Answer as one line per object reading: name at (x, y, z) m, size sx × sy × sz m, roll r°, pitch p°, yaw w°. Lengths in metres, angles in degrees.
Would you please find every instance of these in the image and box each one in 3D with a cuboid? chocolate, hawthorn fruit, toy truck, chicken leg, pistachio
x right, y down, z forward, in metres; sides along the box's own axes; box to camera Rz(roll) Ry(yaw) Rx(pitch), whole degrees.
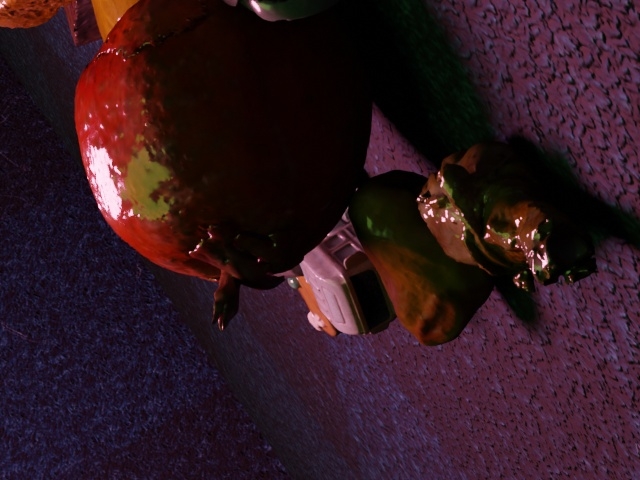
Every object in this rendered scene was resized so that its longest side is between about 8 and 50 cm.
chocolate at (-0.286, -0.348, 2.305) m, size 0.321 × 0.112 × 0.112 m, roll 133°, pitch 115°, yaw -79°
hawthorn fruit at (-0.082, -0.070, 1.562) m, size 0.276 × 0.276 × 0.307 m, roll 114°, pitch 155°, yaw -76°
toy truck at (0.000, 0.000, 1.829) m, size 0.257 × 0.140 × 0.108 m, roll 46°, pitch 162°, yaw 49°
chicken leg at (0.137, -0.018, 1.338) m, size 0.227 × 0.088 × 0.103 m, roll -148°, pitch 42°, yaw -73°
pistachio at (0.093, 0.006, 1.573) m, size 0.189 × 0.100 × 0.110 m, roll 59°, pitch -167°, yaw -34°

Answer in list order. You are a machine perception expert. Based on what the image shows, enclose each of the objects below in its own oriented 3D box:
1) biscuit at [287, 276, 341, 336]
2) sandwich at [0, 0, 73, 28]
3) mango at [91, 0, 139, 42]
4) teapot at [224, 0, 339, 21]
biscuit at (-0.064, -0.023, 2.292) m, size 0.340 × 0.047 × 0.216 m, roll 58°, pitch 167°, yaw 8°
sandwich at (-0.293, -0.378, 1.916) m, size 0.288 × 0.099 × 0.254 m, roll -20°, pitch 83°, yaw 58°
mango at (-0.179, -0.251, 1.992) m, size 0.332 × 0.142 × 0.195 m, roll 63°, pitch 162°, yaw 19°
teapot at (-0.050, -0.245, 1.409) m, size 0.239 × 0.149 × 0.162 m, roll 50°, pitch 164°, yaw 41°
